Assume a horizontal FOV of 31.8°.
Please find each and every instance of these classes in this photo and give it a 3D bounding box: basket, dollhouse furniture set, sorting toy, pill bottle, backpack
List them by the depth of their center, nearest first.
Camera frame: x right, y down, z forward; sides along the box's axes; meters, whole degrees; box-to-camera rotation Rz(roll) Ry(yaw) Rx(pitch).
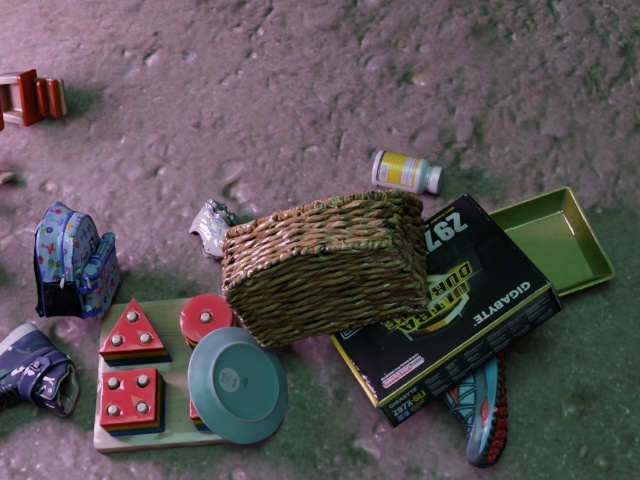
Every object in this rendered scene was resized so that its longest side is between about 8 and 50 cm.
[{"bbox_3d":[0.000,0.000,1.739,0.299,0.213,0.223,-15,47,19],"label":"basket"},{"bbox_3d":[-0.243,0.200,1.821,0.257,0.089,0.256,-5,61,5],"label":"sorting toy"},{"bbox_3d":[-0.410,0.026,1.873,0.116,0.173,0.158,3,30,8],"label":"backpack"},{"bbox_3d":[0.153,-0.115,1.954,0.116,0.065,0.065,13,64,14],"label":"pill bottle"},{"bbox_3d":[-0.592,-0.234,2.026,0.135,0.262,0.259,8,25,23],"label":"dollhouse furniture set"}]

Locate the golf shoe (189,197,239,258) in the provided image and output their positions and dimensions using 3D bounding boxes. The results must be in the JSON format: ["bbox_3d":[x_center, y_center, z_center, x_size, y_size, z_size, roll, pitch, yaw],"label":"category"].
[{"bbox_3d":[-0.158,0.012,1.940,0.086,0.069,0.176,-47,62,8],"label":"golf shoe"}]

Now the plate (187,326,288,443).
[{"bbox_3d":[-0.122,0.224,1.758,0.188,0.024,0.188,17,62,-34],"label":"plate"}]

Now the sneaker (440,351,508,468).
[{"bbox_3d":[0.225,0.235,1.745,0.125,0.104,0.262,-7,52,17],"label":"sneaker"}]

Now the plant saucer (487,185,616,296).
[{"bbox_3d":[0.364,0.022,1.859,0.188,0.045,0.188,-19,60,-2],"label":"plant saucer"}]

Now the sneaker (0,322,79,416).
[{"bbox_3d":[-0.501,0.257,1.827,0.163,0.086,0.226,35,70,26],"label":"sneaker"}]

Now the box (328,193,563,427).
[{"bbox_3d":[0.174,0.102,1.758,0.322,0.079,0.257,-34,42,0],"label":"box"}]
